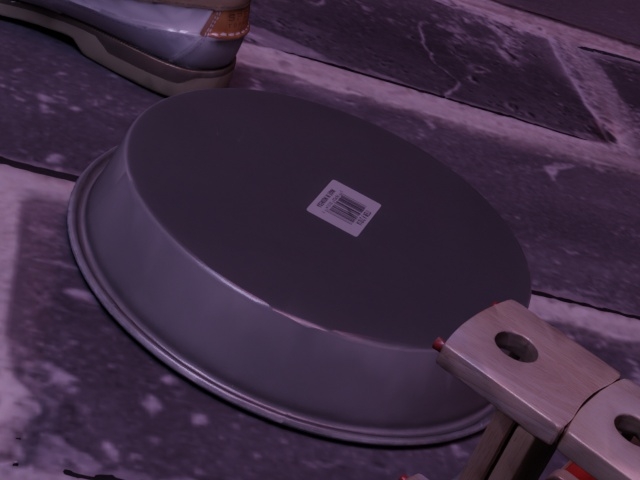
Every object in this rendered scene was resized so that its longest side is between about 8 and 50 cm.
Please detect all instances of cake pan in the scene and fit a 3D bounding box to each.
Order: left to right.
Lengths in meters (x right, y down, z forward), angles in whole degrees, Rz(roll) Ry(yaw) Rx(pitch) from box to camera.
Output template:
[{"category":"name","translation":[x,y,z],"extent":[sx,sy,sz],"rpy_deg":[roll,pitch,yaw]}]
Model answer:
[{"category":"cake pan","translation":[0.000,0.000,0.802],"extent":[0.293,0.054,0.293],"rpy_deg":[18,31,-11]}]

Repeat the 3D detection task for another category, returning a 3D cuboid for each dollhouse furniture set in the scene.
[{"category":"dollhouse furniture set","translation":[0.126,0.101,0.656],"extent":[0.129,0.129,0.184],"rpy_deg":[36,34,20]}]

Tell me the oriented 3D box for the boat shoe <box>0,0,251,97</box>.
[{"category":"boat shoe","translation":[-0.187,-0.208,0.946],"extent":[0.302,0.103,0.113],"rpy_deg":[23,30,-1]}]
